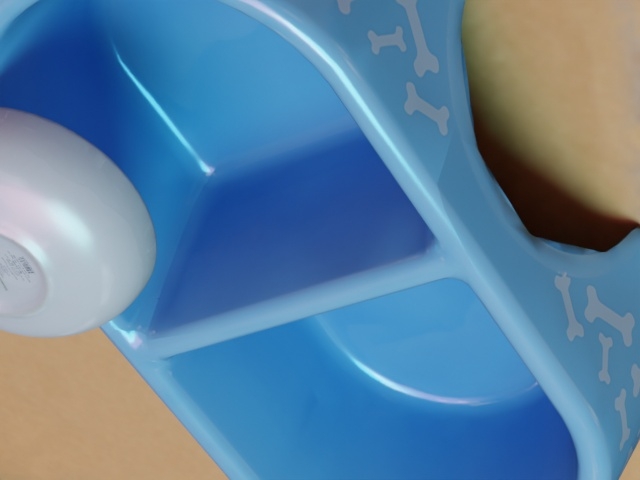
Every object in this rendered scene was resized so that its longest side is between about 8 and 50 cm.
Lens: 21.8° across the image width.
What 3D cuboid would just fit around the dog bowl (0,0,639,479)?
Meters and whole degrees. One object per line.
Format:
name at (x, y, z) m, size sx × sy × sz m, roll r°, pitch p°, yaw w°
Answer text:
dog bowl at (0.000, 0.000, 0.535) m, size 0.166 × 0.074 × 0.297 m, roll -17°, pitch 123°, yaw 32°

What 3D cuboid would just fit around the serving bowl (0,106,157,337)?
serving bowl at (-0.092, 0.001, 0.499) m, size 0.083 × 0.027 × 0.083 m, roll 10°, pitch 134°, yaw 11°
